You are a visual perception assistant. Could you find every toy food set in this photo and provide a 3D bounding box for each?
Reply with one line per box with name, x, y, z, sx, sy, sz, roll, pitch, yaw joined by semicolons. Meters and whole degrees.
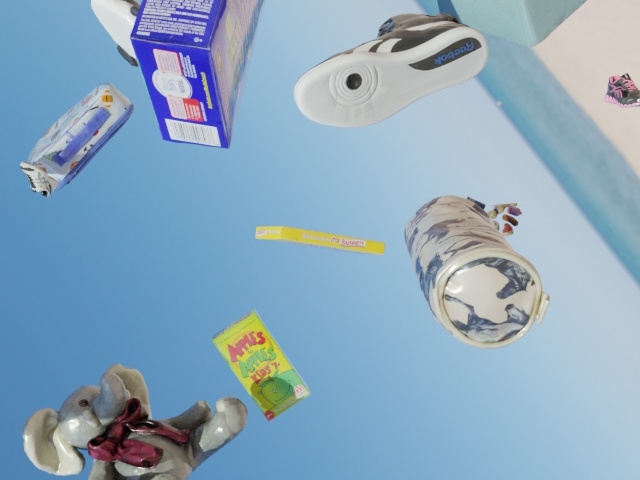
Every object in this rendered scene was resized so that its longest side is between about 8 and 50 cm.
toy food set;0.401;-0.049;1.953;0.122;0.078;0.019;-76;-24;-50

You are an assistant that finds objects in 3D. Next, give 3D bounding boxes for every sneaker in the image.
sneaker;0.062;-0.190;0.980;0.121;0.217;0.079;-127;23;-57
sneaker;-0.462;-0.098;1.460;0.032;0.037;0.083;22;167;33
sneaker;0.545;-0.268;1.594;0.119;0.047;0.057;-129;38;-67

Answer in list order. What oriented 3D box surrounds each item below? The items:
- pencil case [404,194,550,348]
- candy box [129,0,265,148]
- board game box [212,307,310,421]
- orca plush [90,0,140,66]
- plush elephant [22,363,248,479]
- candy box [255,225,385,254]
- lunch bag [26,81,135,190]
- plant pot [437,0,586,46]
pencil case;0.248;0.040;1.466;0.410;0.184;0.159;-92;3;-75
candy box;-0.166;-0.341;1.332;0.268;0.122;0.317;90;-169;-66
board game box;-0.106;0.224;1.609;0.181;0.092;0.043;57;180;-10
orca plush;-0.285;-0.377;1.656;0.287;0.102;0.151;33;148;17
plush elephant;-0.332;0.327;1.513;0.255;0.330;0.272;48;-136;-3
candy box;0.000;0.000;1.567;0.206;0.027;0.105;9;174;-27
lunch bag;-0.594;-0.252;2.203;0.115;0.303;0.243;43;171;-23
plant pot;0.331;-0.530;1.546;0.248;0.247;0.252;35;163;46
